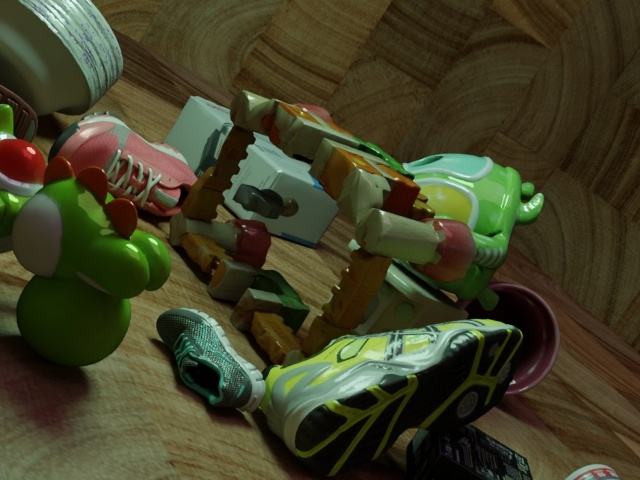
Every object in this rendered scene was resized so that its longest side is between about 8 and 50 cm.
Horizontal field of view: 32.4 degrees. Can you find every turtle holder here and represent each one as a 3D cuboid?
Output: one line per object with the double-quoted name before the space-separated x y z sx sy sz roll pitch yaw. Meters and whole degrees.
"turtle holder" 0.214 -0.014 1.820 0.228 0.243 0.320 22 42 -1

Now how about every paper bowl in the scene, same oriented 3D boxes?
"paper bowl" -0.473 -0.316 1.782 0.284 0.148 0.284 30 -28 17

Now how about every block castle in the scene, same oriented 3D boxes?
"block castle" 0.000 0.000 1.570 0.213 0.303 0.453 15 21 -40

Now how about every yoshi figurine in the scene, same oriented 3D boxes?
"yoshi figurine" -0.318 0.012 1.118 0.362 0.203 0.203 23 -34 26

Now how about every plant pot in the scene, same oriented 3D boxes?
"plant pot" 0.311 0.171 2.007 0.201 0.201 0.180 32 -3 -8

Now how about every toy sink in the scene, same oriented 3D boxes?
"toy sink" 0.114 0.112 1.828 0.153 0.131 0.234 40 8 30

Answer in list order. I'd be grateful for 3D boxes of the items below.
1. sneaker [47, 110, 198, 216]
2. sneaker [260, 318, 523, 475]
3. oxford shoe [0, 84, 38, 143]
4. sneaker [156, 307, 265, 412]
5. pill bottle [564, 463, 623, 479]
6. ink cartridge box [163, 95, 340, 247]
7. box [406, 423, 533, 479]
"sneaker" -0.280 -0.106 1.706 0.136 0.116 0.314 41 14 29
"sneaker" 0.095 0.154 1.334 0.385 0.145 0.147 -9 30 -39
"oxford shoe" -0.516 -0.188 1.403 0.130 0.123 0.348 34 9 34
"sneaker" -0.137 0.132 1.252 0.166 0.065 0.076 37 17 28
"pill bottle" 0.406 0.397 1.491 0.108 0.108 0.180 26 13 -32
"ink cartridge box" -0.133 -0.137 2.187 0.307 0.129 0.223 42 15 36
"box" 0.189 0.300 1.383 0.147 0.077 0.180 32 12 -3
